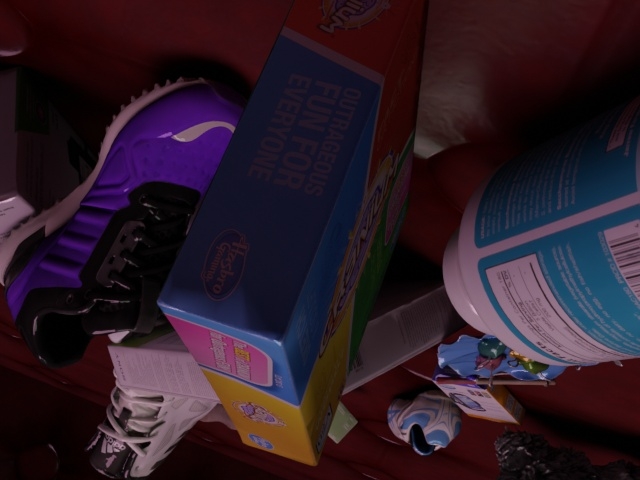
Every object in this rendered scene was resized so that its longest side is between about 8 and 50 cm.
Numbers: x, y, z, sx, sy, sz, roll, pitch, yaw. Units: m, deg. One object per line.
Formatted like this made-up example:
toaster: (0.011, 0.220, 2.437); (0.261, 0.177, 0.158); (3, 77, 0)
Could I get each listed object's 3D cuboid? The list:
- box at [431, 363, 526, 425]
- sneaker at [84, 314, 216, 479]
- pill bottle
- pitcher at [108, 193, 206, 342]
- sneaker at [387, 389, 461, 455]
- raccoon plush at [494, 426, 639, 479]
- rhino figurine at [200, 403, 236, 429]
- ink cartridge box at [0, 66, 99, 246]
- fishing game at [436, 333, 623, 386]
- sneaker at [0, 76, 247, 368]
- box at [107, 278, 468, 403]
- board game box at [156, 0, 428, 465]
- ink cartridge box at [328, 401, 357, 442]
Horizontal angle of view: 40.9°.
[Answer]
box: (0.204, 0.198, 1.116); (0.081, 0.028, 0.136); (4, 149, 39)
sneaker: (-0.243, 0.236, 1.252); (0.169, 0.257, 0.447); (31, 166, 12)
pill bottle: (0.182, -0.003, 0.516); (0.146, 0.146, 0.264); (29, 158, -16)
pitcher: (-0.133, 0.038, 0.875); (0.125, 0.178, 0.207); (50, 156, -4)
sneaker: (0.146, 0.280, 1.283); (0.085, 0.086, 0.237); (22, 159, -1)
raccoon plush: (0.394, 0.291, 1.018); (0.299, 0.216, 0.446); (31, 128, -2)
rhino figurine: (-0.185, 0.290, 1.591); (0.243, 0.106, 0.073); (6, 152, 36)
ink cartridge box: (-0.277, -0.041, 0.841); (0.087, 0.153, 0.208); (-15, 150, 7)
fishing game: (0.208, 0.118, 0.841); (0.189, 0.041, 0.264); (1, 157, -5)
sneaker: (-0.150, 0.003, 0.701); (0.293, 0.146, 0.102); (-41, 144, 24)
box: (-0.043, 0.100, 0.895); (0.322, 0.232, 0.058); (-3, 103, 49)
board game box: (0.000, 0.000, 0.570); (0.064, 0.242, 0.316); (17, 158, 10)
ink cartridge box: (-0.060, 0.209, 1.362); (0.235, 0.056, 0.171); (38, 169, 35)
